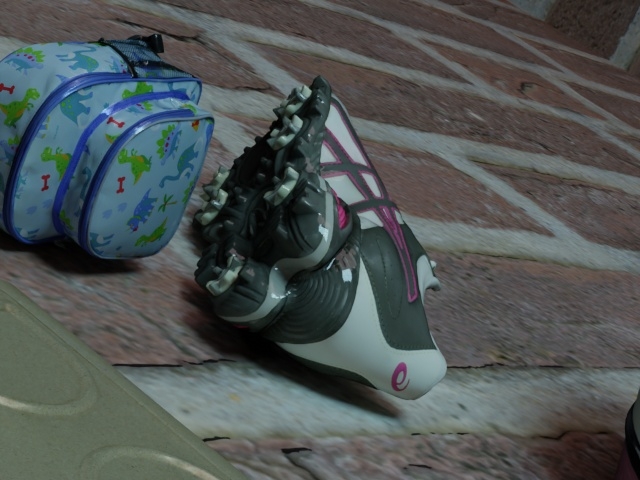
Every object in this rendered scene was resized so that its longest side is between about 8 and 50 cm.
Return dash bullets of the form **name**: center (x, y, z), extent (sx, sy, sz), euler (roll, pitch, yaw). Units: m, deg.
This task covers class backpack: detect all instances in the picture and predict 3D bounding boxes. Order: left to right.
- **backpack**: center (-0.113, -0.044, 0.802), extent (0.084, 0.105, 0.114), euler (35, 23, 30)

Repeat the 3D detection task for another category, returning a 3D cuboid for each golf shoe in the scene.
- **golf shoe**: center (0.000, 0.000, 0.905), extent (0.120, 0.105, 0.273), euler (39, 18, -17)

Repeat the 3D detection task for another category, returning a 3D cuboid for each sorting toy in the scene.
- **sorting toy**: center (-0.075, 0.104, 0.530), extent (0.307, 0.041, 0.229), euler (36, 13, 27)

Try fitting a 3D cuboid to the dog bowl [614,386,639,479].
- **dog bowl**: center (0.325, 0.153, 0.818), extent (0.408, 0.150, 0.408), euler (25, 16, -7)
